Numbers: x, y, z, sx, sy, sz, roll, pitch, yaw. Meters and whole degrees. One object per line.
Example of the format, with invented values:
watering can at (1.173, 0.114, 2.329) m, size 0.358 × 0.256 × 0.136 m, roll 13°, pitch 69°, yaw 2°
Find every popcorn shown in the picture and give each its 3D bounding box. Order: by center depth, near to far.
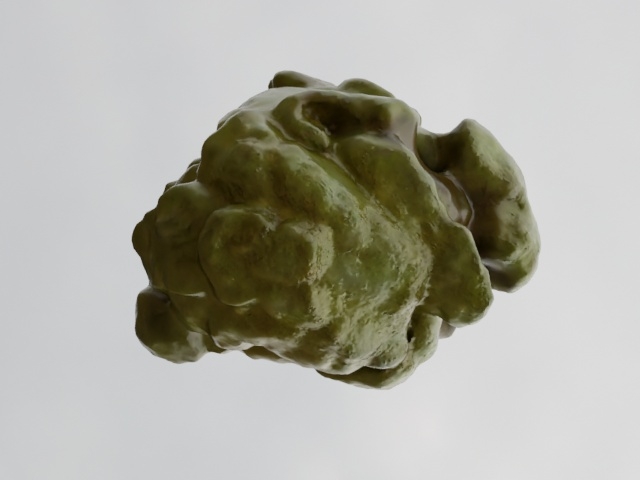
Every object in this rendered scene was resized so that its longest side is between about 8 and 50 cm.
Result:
popcorn at (0.000, 0.000, 1.204) m, size 0.241 × 0.250 × 0.235 m, roll -18°, pitch -79°, yaw 49°
